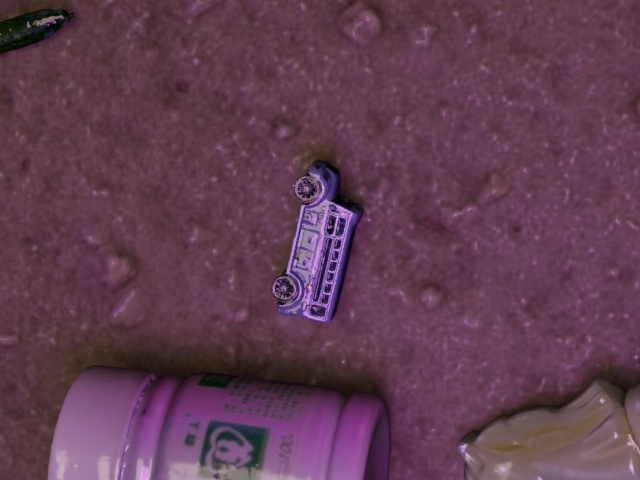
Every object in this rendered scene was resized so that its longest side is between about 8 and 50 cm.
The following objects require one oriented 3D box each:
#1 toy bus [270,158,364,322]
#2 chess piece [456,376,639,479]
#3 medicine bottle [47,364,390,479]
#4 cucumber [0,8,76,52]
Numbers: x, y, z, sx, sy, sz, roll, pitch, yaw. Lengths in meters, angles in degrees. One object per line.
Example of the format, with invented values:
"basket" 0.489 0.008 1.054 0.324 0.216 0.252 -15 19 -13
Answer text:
"toy bus" 0.000 0.000 1.683 0.076 0.073 0.167 15 101 7
"chess piece" 0.291 0.228 1.618 0.298 0.176 0.176 -29 89 26
"medicine bottle" -0.101 0.247 1.655 0.325 0.212 0.212 5 96 12
"cucumber" -0.339 -0.232 1.750 0.155 0.037 0.037 -12 92 14
